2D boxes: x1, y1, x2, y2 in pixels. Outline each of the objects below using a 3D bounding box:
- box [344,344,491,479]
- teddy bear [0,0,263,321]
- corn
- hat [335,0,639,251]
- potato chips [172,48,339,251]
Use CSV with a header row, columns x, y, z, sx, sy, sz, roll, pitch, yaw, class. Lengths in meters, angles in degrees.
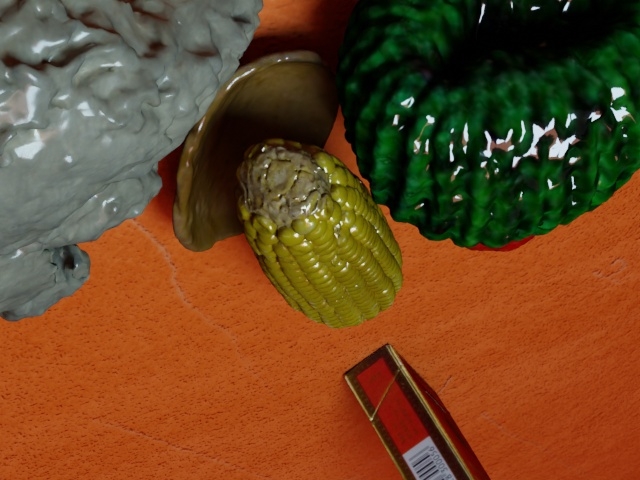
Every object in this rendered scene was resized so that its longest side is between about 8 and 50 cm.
x,y,z,sx,sy,sz,roll,pitch,yaw,class
0.129,0.243,1.252,0.074,0.240,0.153,-39,139,9,box
-0.253,-0.068,0.770,0.357,0.224,0.367,9,141,-40,teddy bear
0.000,0.000,0.977,0.119,0.119,0.322,-34,157,3,corn
0.148,-0.078,0.963,0.274,0.242,0.332,-6,150,-4,hat
-0.060,-0.080,0.947,0.150,0.049,0.202,-22,150,-36,potato chips
